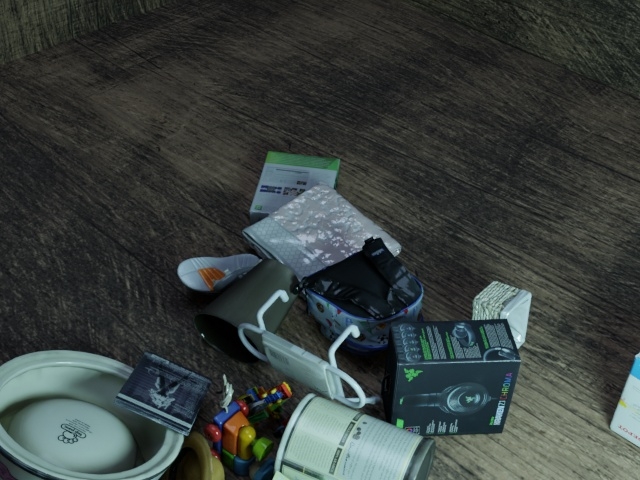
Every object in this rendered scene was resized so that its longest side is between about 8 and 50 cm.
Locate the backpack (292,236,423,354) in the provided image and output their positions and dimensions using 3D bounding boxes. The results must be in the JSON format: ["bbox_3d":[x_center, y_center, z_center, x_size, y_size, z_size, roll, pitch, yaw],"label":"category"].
[{"bbox_3d":[0.116,0.157,2.091,0.276,0.213,0.263,-31,35,-26],"label":"backpack"}]

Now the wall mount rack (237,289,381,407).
[{"bbox_3d":[-0.006,0.267,1.883,0.350,0.304,0.130,23,55,32],"label":"wall mount rack"}]

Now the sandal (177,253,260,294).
[{"bbox_3d":[-0.265,0.099,2.259,0.265,0.076,0.102,-6,61,-42],"label":"sandal"}]

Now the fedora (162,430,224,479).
[{"bbox_3d":[-0.249,0.488,1.743,0.079,0.194,0.194,21,27,-35],"label":"fedora"}]

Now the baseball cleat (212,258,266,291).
[{"bbox_3d":[-0.180,0.112,2.205,0.206,0.072,0.109,-24,78,-43],"label":"baseball cleat"}]

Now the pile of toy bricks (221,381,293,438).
[{"bbox_3d":[-0.105,0.360,1.872,0.105,0.212,0.118,-33,92,-47],"label":"pile of toy bricks"}]

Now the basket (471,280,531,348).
[{"bbox_3d":[0.438,0.196,2.103,0.103,0.167,0.113,27,45,34],"label":"basket"}]

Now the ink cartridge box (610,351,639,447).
[{"bbox_3d":[0.777,0.342,1.887,0.171,0.233,0.168,33,46,32],"label":"ink cartridge box"}]

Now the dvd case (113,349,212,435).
[{"bbox_3d":[-0.330,0.321,1.827,0.164,0.018,0.221,25,19,-3],"label":"dvd case"}]

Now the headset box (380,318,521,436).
[{"bbox_3d":[0.270,0.305,1.892,0.283,0.246,0.131,0,39,-5],"label":"headset box"}]

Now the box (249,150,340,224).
[{"bbox_3d":[-0.072,-0.151,2.583,0.232,0.059,0.322,7,41,4],"label":"box"}]

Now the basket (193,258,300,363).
[{"bbox_3d":[-0.161,0.163,2.087,0.204,0.154,0.227,18,50,32],"label":"basket"}]

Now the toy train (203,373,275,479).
[{"bbox_3d":[-0.156,0.396,1.761,0.143,0.248,0.105,31,47,24],"label":"toy train"}]

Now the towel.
[{"bbox_3d":[0.000,0.000,2.350,0.317,0.053,0.332,-32,58,-27],"label":"towel"}]

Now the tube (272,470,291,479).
[{"bbox_3d":[-0.002,0.543,1.656,0.240,0.070,0.062,35,80,-1],"label":"tube"}]

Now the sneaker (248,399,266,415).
[{"bbox_3d":[-0.120,0.379,1.955,0.083,0.031,0.035,-24,52,-17],"label":"sneaker"}]

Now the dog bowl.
[{"bbox_3d":[-0.490,0.398,1.719,0.407,0.150,0.408,20,22,-9],"label":"dog bowl"}]

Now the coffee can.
[{"bbox_3d":[0.071,0.451,1.738,0.275,0.202,0.201,18,42,18],"label":"coffee can"}]
